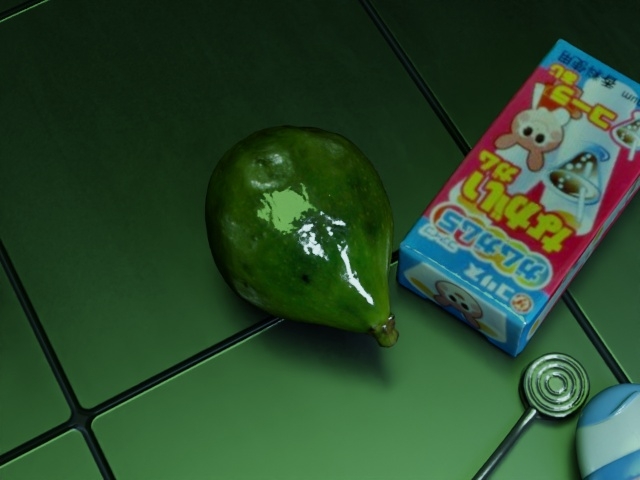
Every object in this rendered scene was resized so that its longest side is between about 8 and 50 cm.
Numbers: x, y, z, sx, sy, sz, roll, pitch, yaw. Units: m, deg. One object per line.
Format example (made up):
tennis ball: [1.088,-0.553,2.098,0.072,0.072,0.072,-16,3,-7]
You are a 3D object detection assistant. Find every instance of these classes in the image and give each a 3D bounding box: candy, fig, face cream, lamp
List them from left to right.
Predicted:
fig: [0.000,0.000,1.268,0.195,0.195,0.245,-38,60,-14]
lamp: [0.129,0.237,1.196,0.371,0.108,0.130,-34,72,-13]
candy: [0.226,-0.048,1.330,0.157,0.100,0.306,34,72,16]
face cream: [0.328,0.254,1.192,0.149,0.083,0.264,-19,65,-10]
